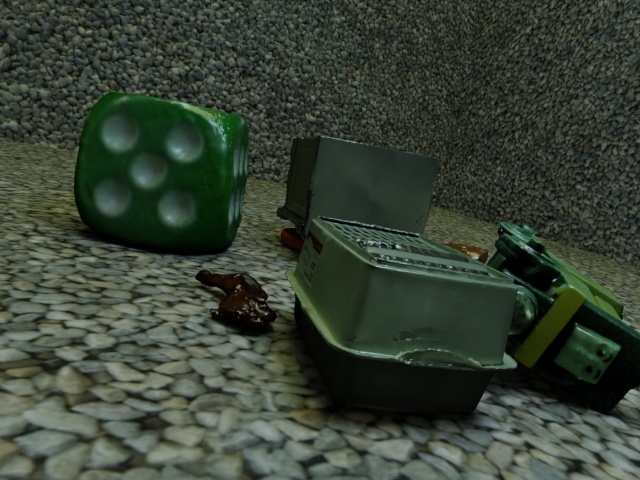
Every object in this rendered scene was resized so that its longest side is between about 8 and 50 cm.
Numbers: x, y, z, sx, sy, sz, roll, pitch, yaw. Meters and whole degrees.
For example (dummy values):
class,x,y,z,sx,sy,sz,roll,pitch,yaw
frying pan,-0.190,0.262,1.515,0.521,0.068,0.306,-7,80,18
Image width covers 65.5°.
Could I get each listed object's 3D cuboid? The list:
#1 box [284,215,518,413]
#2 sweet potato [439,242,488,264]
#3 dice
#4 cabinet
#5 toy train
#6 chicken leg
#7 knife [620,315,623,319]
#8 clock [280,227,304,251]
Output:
class,x,y,z,sx,sy,sz,roll,pitch,yaw
box,0.082,0.079,0.615,0.221,0.165,0.290,9,11,-15
sweet potato,0.279,0.049,1.207,0.252,0.097,0.097,4,10,6
dice,-0.313,-0.144,1.057,0.301,0.286,0.297,11,7,-1
cabinet,0.069,-0.118,1.219,0.290,0.227,0.318,7,8,-17
toy train,0.343,0.095,0.766,0.253,0.160,0.397,36,17,13
chicken leg,-0.123,0.080,0.728,0.093,0.053,0.205,-8,13,-20
knife,0.663,0.146,1.241,0.089,0.043,0.365,15,10,12
clock,0.000,0.000,1.270,0.206,0.051,0.205,12,10,-2
